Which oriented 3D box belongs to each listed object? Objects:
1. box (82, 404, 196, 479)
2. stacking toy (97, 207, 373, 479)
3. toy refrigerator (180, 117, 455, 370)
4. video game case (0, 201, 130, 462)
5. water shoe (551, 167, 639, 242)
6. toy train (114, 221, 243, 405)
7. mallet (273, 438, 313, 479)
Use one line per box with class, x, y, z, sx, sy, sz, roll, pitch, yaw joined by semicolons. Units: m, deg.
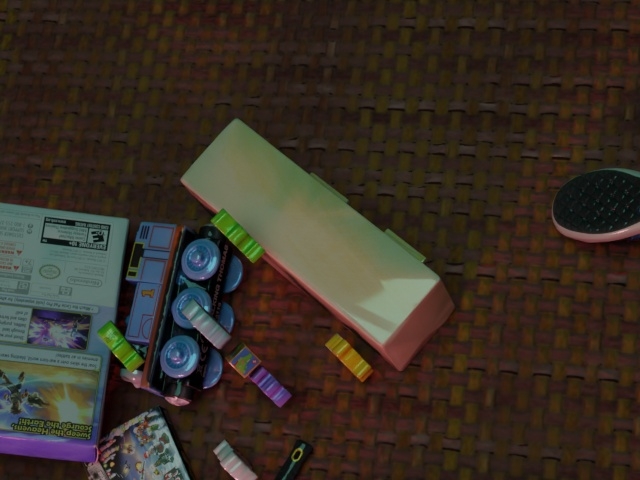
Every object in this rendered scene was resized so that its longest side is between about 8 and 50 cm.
box;-0.168;0.241;1.446;0.094;0.027;0.137;-29;67;4
stacking toy;-0.079;0.103;1.400;0.167;0.052;0.221;-44;106;-3
toy refrigerator;0.000;0.000;1.449;0.269;0.102;0.094;39;84;23
video game case;-0.335;0.081;1.465;0.269;0.061;0.244;7;63;-5
water shoe;0.315;-0.026;1.399;0.203;0.080;0.073;-7;64;38
toy train;-0.143;0.070;1.476;0.105;0.080;0.184;5;75;25
mallet;-0.071;0.269;1.411;0.062;0.039;0.190;20;73;16
